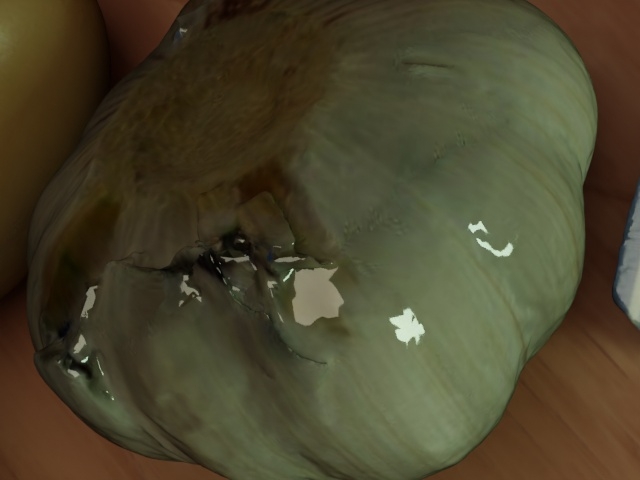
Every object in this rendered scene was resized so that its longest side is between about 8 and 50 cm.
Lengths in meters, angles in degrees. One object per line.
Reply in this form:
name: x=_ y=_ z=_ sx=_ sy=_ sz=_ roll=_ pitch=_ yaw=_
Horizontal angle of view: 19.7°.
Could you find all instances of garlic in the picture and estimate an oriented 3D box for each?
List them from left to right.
garlic: x=-0.007 y=-0.012 z=0.961 sx=0.322 sy=0.241 sz=0.322 roll=0 pitch=44 yaw=0

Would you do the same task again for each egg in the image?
egg: x=-0.223 y=-0.066 z=1.049 sx=0.201 sy=0.201 sz=0.244 roll=41 pitch=84 yaw=17

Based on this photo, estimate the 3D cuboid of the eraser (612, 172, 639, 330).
eraser: x=0.199 y=-0.049 z=0.990 sx=0.036 sy=0.082 sz=0.225 roll=13 pitch=86 yaw=18
